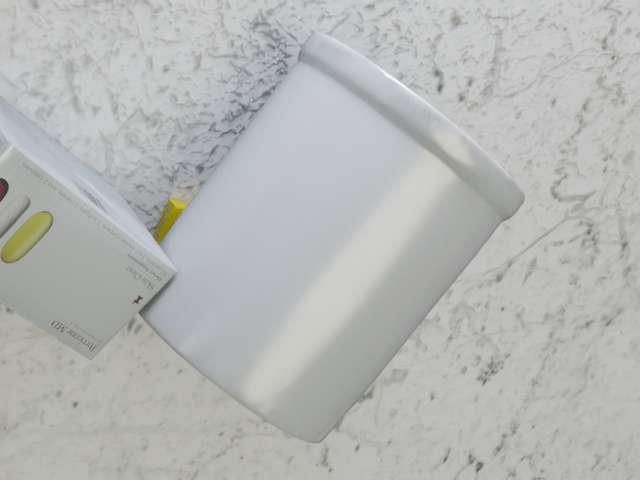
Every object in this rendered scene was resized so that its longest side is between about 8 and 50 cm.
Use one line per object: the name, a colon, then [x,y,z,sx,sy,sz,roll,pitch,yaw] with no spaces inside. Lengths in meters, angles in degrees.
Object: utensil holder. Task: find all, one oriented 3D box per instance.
utensil holder: [0.000,0.000,1.375,0.385,0.327,0.327,-51,132,2]

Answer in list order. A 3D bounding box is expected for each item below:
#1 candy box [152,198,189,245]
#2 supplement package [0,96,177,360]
candy box: [-0.133,0.016,1.516,0.205,0.027,0.105,14,107,-38]
supplement package: [-0.322,-0.027,1.247,0.145,0.204,0.262,-46,133,2]
